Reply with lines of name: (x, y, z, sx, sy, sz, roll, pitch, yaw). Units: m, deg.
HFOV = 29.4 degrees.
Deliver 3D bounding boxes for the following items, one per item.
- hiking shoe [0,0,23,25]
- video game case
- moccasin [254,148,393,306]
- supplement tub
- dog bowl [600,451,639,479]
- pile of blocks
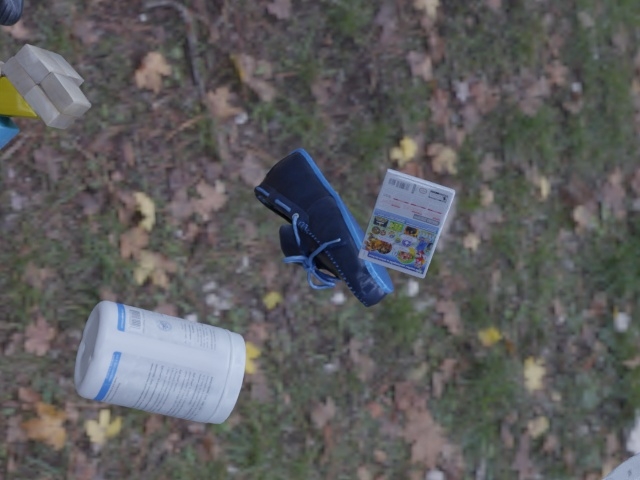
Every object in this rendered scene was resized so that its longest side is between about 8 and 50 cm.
hiking shoe: (-0.359, -0.341, 1.499, 0.114, 0.086, 0.226, 17, 44, -30)
video game case: (0.105, -0.020, 1.498, 0.011, 0.087, 0.122, -72, 180, -67)
moccasin: (0.000, 0.000, 1.755, 0.137, 0.117, 0.342, 55, 1, -35)
supplement tub: (-0.115, 0.087, 0.867, 0.107, 0.071, 0.071, 17, 70, -20)
dog bowl: (0.337, 0.167, 0.722, 0.349, 0.349, 0.102, -19, 91, -57)
pile of blocks: (-0.414, -0.155, 1.345, 0.112, 0.362, 0.149, 1, 100, -75)
